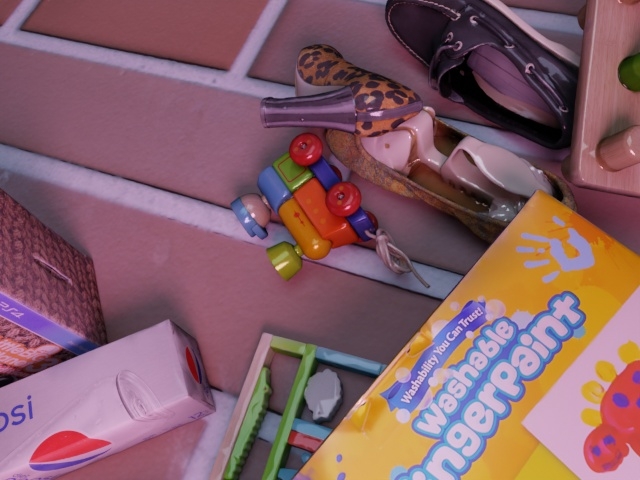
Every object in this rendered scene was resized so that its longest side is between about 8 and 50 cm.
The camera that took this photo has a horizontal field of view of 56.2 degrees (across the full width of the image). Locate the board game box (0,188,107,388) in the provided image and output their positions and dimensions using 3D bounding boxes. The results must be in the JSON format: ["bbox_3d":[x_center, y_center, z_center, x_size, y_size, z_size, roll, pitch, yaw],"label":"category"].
[{"bbox_3d":[-0.437,0.086,0.677,0.291,0.232,0.141,-22,63,0],"label":"board game box"}]

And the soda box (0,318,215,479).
[{"bbox_3d":[-0.272,0.195,0.670,0.286,0.091,0.098,-22,62,-1],"label":"soda box"}]

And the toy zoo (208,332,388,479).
[{"bbox_3d":[0.043,0.223,0.630,0.293,0.030,0.192,13,67,17],"label":"toy zoo"}]

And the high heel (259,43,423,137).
[{"bbox_3d":[0.053,-0.198,0.773,0.186,0.093,0.261,3,32,17],"label":"high heel"}]

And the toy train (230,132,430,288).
[{"bbox_3d":[0.000,0.000,0.718,0.143,0.105,0.248,-36,62,3],"label":"toy train"}]

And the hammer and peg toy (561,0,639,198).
[{"bbox_3d":[0.414,-0.213,0.645,0.266,0.127,0.361,10,84,-6],"label":"hammer and peg toy"}]

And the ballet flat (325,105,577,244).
[{"bbox_3d":[0.148,-0.097,0.726,0.349,0.123,0.123,34,74,24],"label":"ballet flat"}]

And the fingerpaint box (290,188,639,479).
[{"bbox_3d":[0.185,0.241,0.490,0.371,0.163,0.445,38,72,16],"label":"fingerpaint box"}]

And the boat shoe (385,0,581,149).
[{"bbox_3d":[0.201,-0.223,0.774,0.340,0.127,0.113,40,65,16],"label":"boat shoe"}]
